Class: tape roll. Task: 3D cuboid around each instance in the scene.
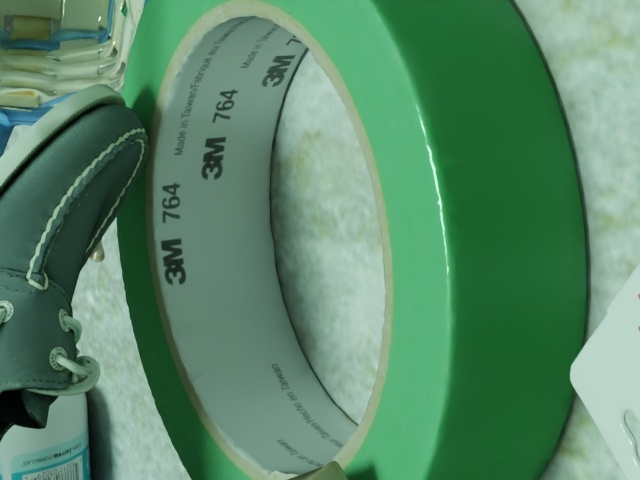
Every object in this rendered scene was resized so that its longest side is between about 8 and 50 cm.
[{"bbox_3d":[0.000,0.000,0.879,0.321,0.077,0.321,17,110,56],"label":"tape roll"}]

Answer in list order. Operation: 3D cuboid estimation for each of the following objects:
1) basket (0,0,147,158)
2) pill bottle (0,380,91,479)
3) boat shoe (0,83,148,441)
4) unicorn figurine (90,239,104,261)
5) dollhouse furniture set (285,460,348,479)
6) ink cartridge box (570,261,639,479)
[{"bbox_3d":[-0.181,-0.179,0.980,0.289,0.201,0.255,-84,-2,-71],"label":"basket"},{"bbox_3d":[-0.229,0.226,1.235,0.146,0.146,0.264,14,108,57],"label":"pill bottle"},{"bbox_3d":[-0.161,0.069,0.893,0.099,0.319,0.116,27,161,12],"label":"boat shoe"},{"bbox_3d":[-0.142,-0.043,1.117,0.162,0.060,0.111,49,136,42],"label":"unicorn figurine"},{"bbox_3d":[-0.052,0.304,0.844,0.303,0.198,0.286,60,148,1],"label":"dollhouse furniture set"},{"bbox_3d":[0.169,0.028,0.620,0.104,0.061,0.181,62,143,30],"label":"ink cartridge box"}]
